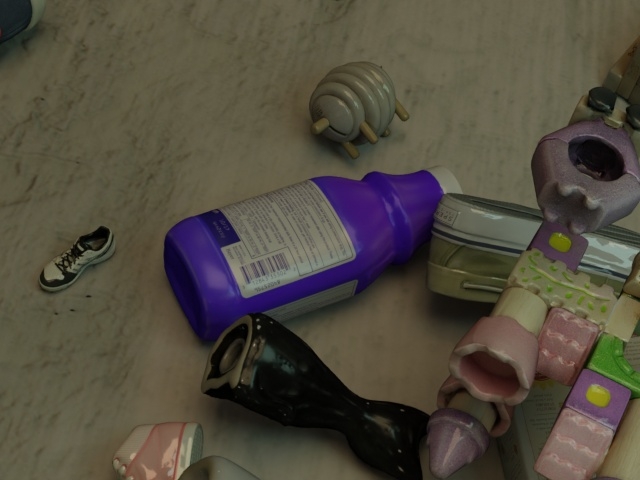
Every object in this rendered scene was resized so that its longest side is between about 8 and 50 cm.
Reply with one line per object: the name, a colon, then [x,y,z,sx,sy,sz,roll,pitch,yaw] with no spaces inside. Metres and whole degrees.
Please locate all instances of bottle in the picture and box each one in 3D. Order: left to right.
bottle: [0.000,0.000,1.236,0.283,0.092,0.118,-19,61,-21]

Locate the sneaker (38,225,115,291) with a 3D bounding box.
sneaker: [-0.226,0.013,1.222,0.032,0.037,0.083,43,61,16]

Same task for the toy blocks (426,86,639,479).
toy blocks: [0.232,0.119,0.983,0.289,0.309,0.260,27,50,10]

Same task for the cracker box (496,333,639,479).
cracker box: [0.240,0.180,1.173,0.156,0.067,0.232,-2,56,-9]

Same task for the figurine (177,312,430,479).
figurine: [-0.005,0.196,1.092,0.209,0.092,0.215,28,54,-20]

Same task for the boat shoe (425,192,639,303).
boat shoe: [0.236,0.029,1.261,0.302,0.094,0.109,13,14,-16]

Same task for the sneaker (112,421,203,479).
sneaker: [-0.142,0.213,1.099,0.070,0.051,0.134,4,61,7]

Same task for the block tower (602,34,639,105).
block tower: [0.470,-0.124,1.400,0.335,0.097,0.091,35,57,15]

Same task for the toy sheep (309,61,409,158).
toy sheep: [0.034,-0.135,1.338,0.091,0.091,0.132,36,40,14]

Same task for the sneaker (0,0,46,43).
sneaker: [-0.451,-0.303,1.337,0.350,0.131,0.148,33,53,12]
